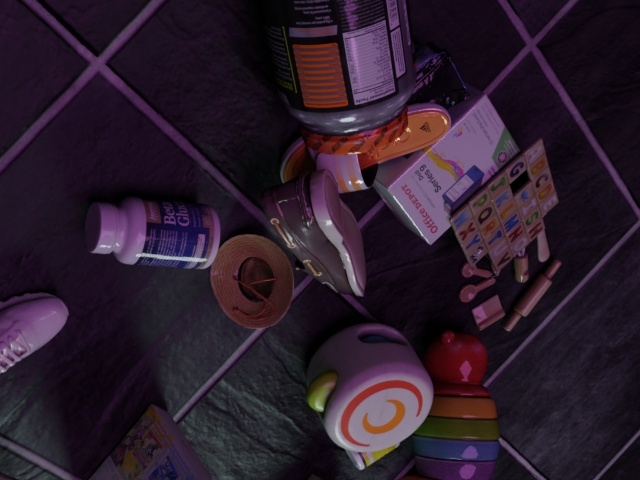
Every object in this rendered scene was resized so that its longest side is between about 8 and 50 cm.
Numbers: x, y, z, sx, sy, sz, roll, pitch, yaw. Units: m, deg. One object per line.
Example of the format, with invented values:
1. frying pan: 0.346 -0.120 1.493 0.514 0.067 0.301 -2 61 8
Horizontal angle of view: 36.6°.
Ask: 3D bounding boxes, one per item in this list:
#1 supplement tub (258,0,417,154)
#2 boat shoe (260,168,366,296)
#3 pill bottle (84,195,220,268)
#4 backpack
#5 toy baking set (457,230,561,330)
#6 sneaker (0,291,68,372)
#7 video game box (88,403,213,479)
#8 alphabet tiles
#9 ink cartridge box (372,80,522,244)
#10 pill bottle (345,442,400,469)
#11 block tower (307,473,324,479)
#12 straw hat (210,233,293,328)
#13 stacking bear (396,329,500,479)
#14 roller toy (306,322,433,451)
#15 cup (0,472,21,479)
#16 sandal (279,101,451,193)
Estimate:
1. supplement tub: 0.022 -0.285 1.271 0.194 0.193 0.316 -23 125 -18
2. boat shoe: 0.000 0.000 1.437 0.097 0.116 0.324 -9 154 11
3. pill bottle: -0.232 -0.011 1.331 0.169 0.094 0.094 5 112 -32
4. backpack: 0.145 -0.227 1.440 0.114 0.084 0.105 -37 128 -3
5. toy baking set: 0.352 0.051 1.742 0.256 0.030 0.197 -50 128 2
6. sneaker: -0.443 0.152 1.297 0.235 0.095 0.090 -28 124 -17
7. video game box: -0.261 0.378 1.452 0.187 0.205 0.048 -52 132 4
8. alphabet tiles: 0.313 -0.040 1.609 0.198 0.009 0.237 -42 144 -5
9. ink cartridge box: 0.191 -0.123 1.518 0.212 0.093 0.154 -42 129 -2
10. pill bottle: 0.102 0.355 1.736 0.116 0.065 0.065 -30 126 -13
11. block tower: -0.073 0.590 1.742 0.091 0.097 0.335 37 95 -37
12. straw hat: -0.093 0.057 1.465 0.144 0.144 0.061 -69 166 16
13. stacking bear: 0.234 0.303 1.697 0.175 0.164 0.289 9 80 -42
14. roller toy: 0.080 0.242 1.612 0.191 0.146 0.209 -30 129 0
15. cup: -0.511 0.410 1.286 0.331 0.331 0.237 36 67 -38
16. sandal: 0.065 -0.125 1.403 0.265 0.076 0.102 -20 132 10
